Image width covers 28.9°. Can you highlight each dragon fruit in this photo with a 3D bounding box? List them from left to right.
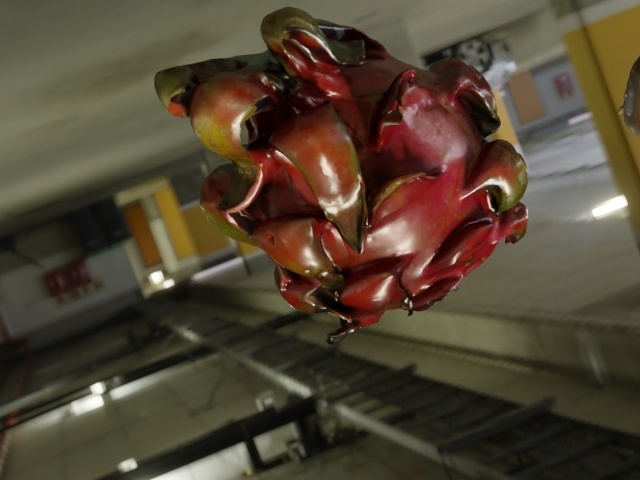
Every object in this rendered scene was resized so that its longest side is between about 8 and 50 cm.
[{"bbox_3d":[0.029,-0.056,0.980,0.227,0.243,0.307,-41,167,20],"label":"dragon fruit"}]

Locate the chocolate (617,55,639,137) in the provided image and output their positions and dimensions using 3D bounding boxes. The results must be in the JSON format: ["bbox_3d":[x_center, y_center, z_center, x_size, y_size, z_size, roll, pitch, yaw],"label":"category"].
[{"bbox_3d":[0.475,-0.181,1.406,0.261,0.083,0.161,-20,146,-4],"label":"chocolate"}]

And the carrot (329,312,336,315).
[{"bbox_3d":[0.000,0.000,1.402,0.082,0.173,0.082,-27,161,-10],"label":"carrot"}]
